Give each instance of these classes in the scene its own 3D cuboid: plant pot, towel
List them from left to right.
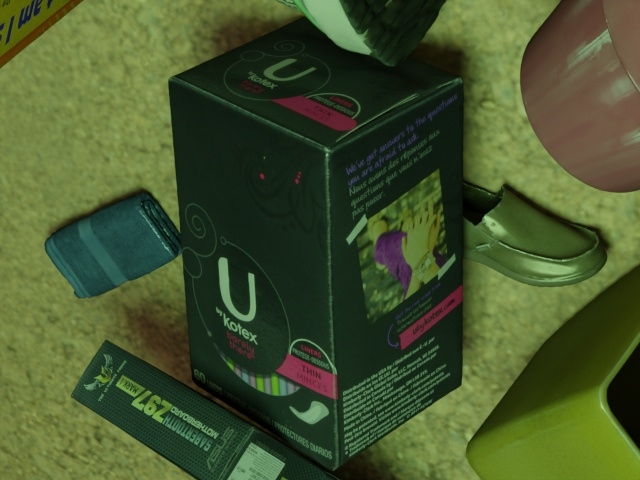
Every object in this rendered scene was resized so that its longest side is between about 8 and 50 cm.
[{"bbox_3d":[-0.171,0.004,1.530,0.119,0.029,0.067,-22,109,36],"label":"towel"},{"bbox_3d":[0.234,0.144,1.319,0.187,0.212,0.212,-22,109,48],"label":"plant pot"},{"bbox_3d":[0.229,-0.120,1.164,0.201,0.201,0.180,47,144,-8],"label":"plant pot"}]

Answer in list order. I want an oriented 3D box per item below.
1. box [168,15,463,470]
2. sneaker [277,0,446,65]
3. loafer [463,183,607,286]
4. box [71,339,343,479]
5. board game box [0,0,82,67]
[{"bbox_3d":[0.000,0.000,1.342,0.165,0.143,0.270,26,131,38],"label":"box"},{"bbox_3d":[-0.077,-0.259,1.177,0.182,0.158,0.410,11,154,38],"label":"sneaker"},{"bbox_3d":[0.138,-0.007,1.353,0.148,0.056,0.050,13,131,19],"label":"loafer"},{"bbox_3d":[-0.060,0.175,1.448,0.183,0.059,0.233,26,171,42],"label":"box"},{"bbox_3d":[-0.335,-0.324,1.192,0.356,0.356,0.356,23,127,11],"label":"board game box"}]
